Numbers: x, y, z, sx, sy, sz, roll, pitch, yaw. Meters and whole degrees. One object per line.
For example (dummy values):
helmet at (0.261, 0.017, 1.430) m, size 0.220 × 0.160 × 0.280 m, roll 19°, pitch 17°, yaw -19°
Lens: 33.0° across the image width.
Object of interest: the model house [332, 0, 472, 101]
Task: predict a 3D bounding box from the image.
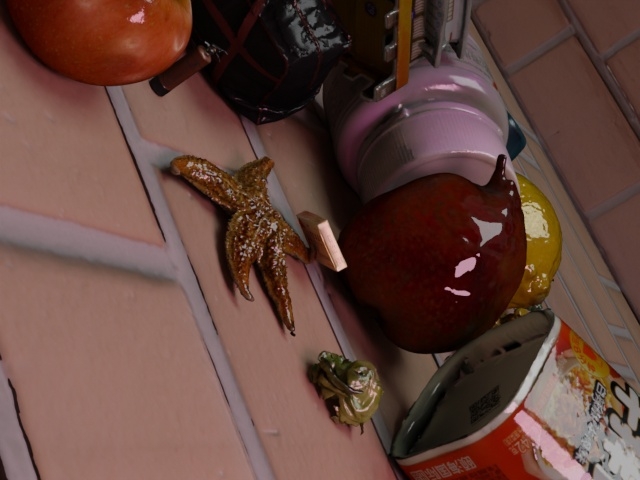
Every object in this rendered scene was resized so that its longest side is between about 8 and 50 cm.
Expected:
model house at (0.079, -0.315, 1.324) m, size 0.198 × 0.215 × 0.224 m, roll 38°, pitch -32°, yaw 33°

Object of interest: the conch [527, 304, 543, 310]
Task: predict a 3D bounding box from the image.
conch at (0.330, 0.060, 1.914) m, size 0.201 × 0.079 × 0.095 m, roll -113°, pitch 180°, yaw -47°

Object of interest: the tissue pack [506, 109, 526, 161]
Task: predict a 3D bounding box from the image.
tissue pack at (0.185, -0.218, 1.791) m, size 0.287 × 0.206 × 0.198 m, roll 54°, pitch 11°, yaw -17°

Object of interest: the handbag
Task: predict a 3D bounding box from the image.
handbag at (-0.071, -0.256, 1.225) m, size 0.155 × 0.169 × 0.215 m, roll -29°, pitch 81°, yaw -28°

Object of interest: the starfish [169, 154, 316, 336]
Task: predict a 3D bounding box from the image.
starfish at (-0.068, -0.018, 1.095) m, size 0.240 × 0.043 × 0.227 m, roll 36°, pitch 28°, yaw -43°

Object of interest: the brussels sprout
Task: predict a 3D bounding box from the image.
brussels sprout at (0.027, 0.141, 1.070) m, size 0.085 × 0.058 × 0.085 m, roll 33°, pitch 24°, yaw -17°

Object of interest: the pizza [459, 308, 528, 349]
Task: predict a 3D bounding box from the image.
pizza at (0.311, 0.229, 1.597) m, size 0.268 × 0.087 × 0.258 m, roll 63°, pitch 22°, yaw 7°

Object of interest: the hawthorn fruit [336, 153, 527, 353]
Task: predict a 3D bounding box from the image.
hawthorn fruit at (0.144, 0.006, 1.255) m, size 0.208 × 0.248 × 0.208 m, roll 41°, pitch 10°, yaw -9°

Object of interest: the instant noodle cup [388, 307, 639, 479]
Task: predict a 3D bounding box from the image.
instant noodle cup at (0.257, 0.257, 1.148) m, size 0.308 × 0.294 × 0.294 m, roll 47°, pitch 21°, yaw -8°

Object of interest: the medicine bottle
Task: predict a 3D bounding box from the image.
medicine bottle at (0.137, -0.141, 1.474) m, size 0.241 × 0.241 × 0.302 m, roll 42°, pitch 25°, yaw -39°

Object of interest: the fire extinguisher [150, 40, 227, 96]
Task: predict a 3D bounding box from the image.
fire extinguisher at (-0.134, -0.176, 1.103) m, size 0.028 × 0.083 × 0.022 m, roll 48°, pitch 21°, yaw -30°

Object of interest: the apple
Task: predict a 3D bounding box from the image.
apple at (-0.193, -0.210, 0.944) m, size 0.163 × 0.139 × 0.163 m, roll -19°, pitch 90°, yaw -75°

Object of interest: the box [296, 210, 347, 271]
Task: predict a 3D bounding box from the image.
box at (0.000, 0.000, 1.193) m, size 0.058 × 0.015 × 0.093 m, roll 68°, pitch -12°, yaw -13°

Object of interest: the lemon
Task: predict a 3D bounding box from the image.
lemon at (0.261, -0.005, 1.649) m, size 0.260 × 0.204 × 0.204 m, roll 57°, pitch 17°, yaw 27°
